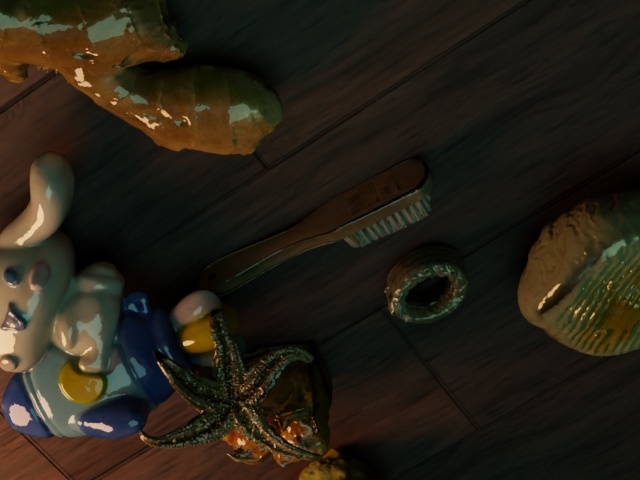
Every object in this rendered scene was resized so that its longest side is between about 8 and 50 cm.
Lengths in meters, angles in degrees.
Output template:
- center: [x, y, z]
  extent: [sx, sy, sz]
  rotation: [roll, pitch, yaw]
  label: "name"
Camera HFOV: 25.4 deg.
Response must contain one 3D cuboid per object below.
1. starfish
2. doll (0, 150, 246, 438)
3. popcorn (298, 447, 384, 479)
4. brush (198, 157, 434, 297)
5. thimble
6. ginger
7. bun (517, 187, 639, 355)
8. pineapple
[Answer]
- center: [-0.103, 0.195, 1.699]
  extent: [0.213, 0.057, 0.238]
  rotation: [-44, 105, -1]
  label: "starfish"
- center: [-0.302, 0.124, 1.743]
  extent: [0.366, 0.187, 0.376]
  rotation: [33, 129, -12]
  label: "doll"
- center: [0.029, 0.386, 1.906]
  extent: [0.174, 0.195, 0.168]
  rotation: [-12, 112, -2]
  label: "popcorn"
- center: [0.000, 0.000, 1.766]
  extent: [0.328, 0.070, 0.065]
  rotation: [-26, 128, 12]
  label: "brush"
- center: [0.133, 0.057, 1.803]
  extent: [0.110, 0.062, 0.084]
  rotation: [-25, 117, 10]
  label: "thimble"
- center: [-0.250, -0.224, 1.604]
  extent: [0.348, 0.122, 0.363]
  rotation: [-17, 125, 8]
  label: "ginger"
- center: [0.359, 0.025, 1.751]
  extent: [0.244, 0.153, 0.243]
  rotation: [-10, 138, -9]
  label: "bun"
- center: [-0.063, 0.209, 1.834]
  extent: [0.236, 0.186, 0.114]
  rotation: [15, 135, 38]
  label: "pineapple"
